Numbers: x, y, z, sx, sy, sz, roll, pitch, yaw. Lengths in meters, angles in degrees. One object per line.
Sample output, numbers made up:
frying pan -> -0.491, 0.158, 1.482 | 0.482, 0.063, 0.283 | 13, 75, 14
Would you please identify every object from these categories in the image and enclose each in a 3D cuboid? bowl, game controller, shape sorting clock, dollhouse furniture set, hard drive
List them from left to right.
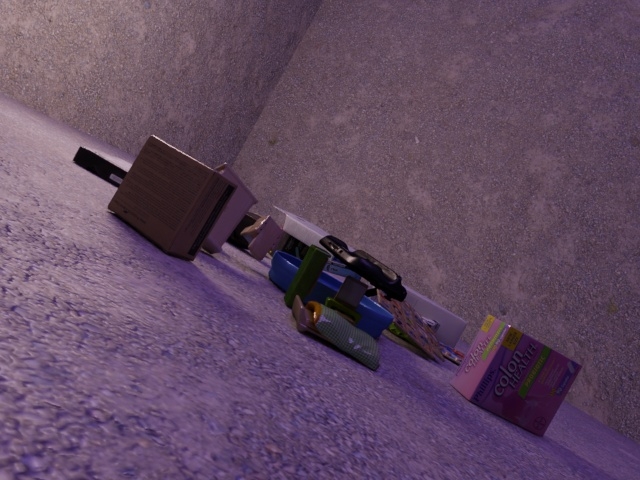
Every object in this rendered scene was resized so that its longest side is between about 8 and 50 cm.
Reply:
hard drive -> -0.636, -0.212, 1.824 | 0.237, 0.064, 0.339 | 30, 1, 5
dollhouse furniture set -> -0.325, -0.029, 1.494 | 0.303, 0.198, 0.286 | -12, -55, 43
bowl -> 0.024, 0.155, 1.559 | 0.391, 0.077, 0.391 | 30, 2, -1
dollhouse furniture set -> 0.047, 0.133, 1.194 | 0.197, 0.151, 0.301 | 29, 1, -9
game controller -> 0.095, 0.063, 1.330 | 0.166, 0.067, 0.319 | 25, 4, -18
shape sorting clock -> 0.500, 0.427, 2.042 | 0.206, 0.040, 0.206 | 29, 1, -1

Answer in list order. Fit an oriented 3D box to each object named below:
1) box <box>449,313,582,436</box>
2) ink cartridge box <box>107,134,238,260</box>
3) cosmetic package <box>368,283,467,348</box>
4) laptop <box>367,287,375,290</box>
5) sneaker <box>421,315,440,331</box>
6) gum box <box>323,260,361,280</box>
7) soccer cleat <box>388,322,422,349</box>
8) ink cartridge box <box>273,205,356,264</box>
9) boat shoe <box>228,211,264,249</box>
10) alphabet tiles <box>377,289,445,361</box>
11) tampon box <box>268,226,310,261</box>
box -> 0.502, 0.346, 1.403 | 0.243, 0.213, 0.117 | 29, 1, -13
ink cartridge box -> -0.321, -0.094, 1.170 | 0.234, 0.193, 0.088 | 31, 0, 31
cosmetic package -> 0.393, 0.299, 2.273 | 0.385, 0.156, 0.217 | 30, 2, 0
laptop -> 0.095, 0.144, 1.996 | 0.264, 0.136, 0.234 | 42, 5, 20
sneaker -> 0.359, 0.312, 2.090 | 0.153, 0.094, 0.235 | 38, 19, 29
gum box -> 0.061, 0.103, 1.950 | 0.157, 0.041, 0.184 | 15, -3, 13
soccer cleat -> 0.289, 0.310, 1.841 | 0.179, 0.060, 0.072 | 36, -6, 13
ink cartridge box -> 0.000, 0.000, 2.100 | 0.330, 0.071, 0.324 | 31, 4, 29
boat shoe -> -0.312, -0.055, 1.847 | 0.355, 0.132, 0.130 | 19, 5, 38
alphabet tiles -> 0.291, 0.259, 1.799 | 0.285, 0.011, 0.342 | 42, 13, -7
tampon box -> -0.104, 0.041, 2.157 | 0.161, 0.120, 0.101 | 29, 3, -31
